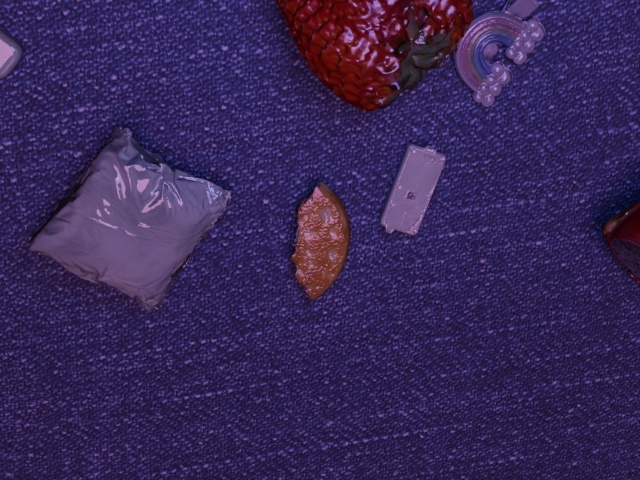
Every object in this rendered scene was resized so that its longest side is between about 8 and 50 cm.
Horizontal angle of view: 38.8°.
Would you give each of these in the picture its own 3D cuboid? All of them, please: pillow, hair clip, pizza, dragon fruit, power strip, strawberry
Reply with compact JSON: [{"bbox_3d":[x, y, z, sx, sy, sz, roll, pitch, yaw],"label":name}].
[{"bbox_3d":[-0.346,-0.034,1.711,0.283,0.138,0.310,34,105,-25],"label":"pillow"},{"bbox_3d":[0.328,-0.372,1.707,0.140,0.054,0.220,30,108,-22],"label":"hair clip"},{"bbox_3d":[-0.001,-0.001,1.797,0.127,0.058,0.246,-9,112,-4],"label":"pizza"},{"bbox_3d":[0.727,-0.009,1.756,0.305,0.305,0.226,41,85,-17],"label":"dragon fruit"},{"bbox_3d":[0.181,-0.100,1.793,0.081,0.035,0.192,16,108,-12],"label":"power strip"},{"bbox_3d":[0.078,-0.415,1.562,0.312,0.267,0.351,-46,75,4],"label":"strawberry"}]

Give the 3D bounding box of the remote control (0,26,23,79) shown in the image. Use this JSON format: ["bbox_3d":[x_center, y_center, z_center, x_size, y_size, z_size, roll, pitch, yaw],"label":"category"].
[{"bbox_3d":[-0.666,-0.404,1.595,0.309,0.038,0.090,38,101,-17],"label":"remote control"}]
